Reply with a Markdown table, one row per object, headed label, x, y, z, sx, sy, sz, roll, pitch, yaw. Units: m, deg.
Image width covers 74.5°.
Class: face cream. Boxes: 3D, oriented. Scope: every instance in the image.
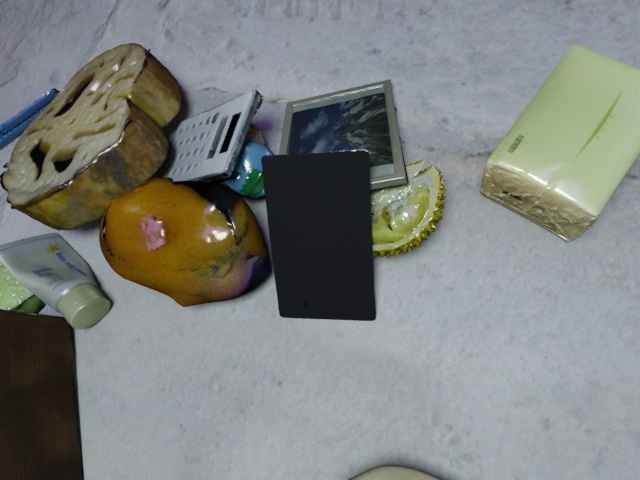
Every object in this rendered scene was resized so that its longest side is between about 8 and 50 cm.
| label | x | y | z | sx | sy | sz | roll | pitch | yaw |
| --- | --- | --- | --- | --- | --- | --- | --- | --- | --- |
| face cream | -0.478 | 0.061 | 0.759 | 0.224 | 0.114 | 0.070 | 40 | 125 | 19 |

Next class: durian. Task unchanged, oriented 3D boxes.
| label | x | y | z | sx | sy | sz | roll | pitch | yaw |
| --- | --- | --- | --- | --- | --- | --- | --- | --- | --- |
| durian | 0.101 | -0.038 | 0.664 | 0.208 | 0.102 | 0.146 | 0 | 69 | 37 |

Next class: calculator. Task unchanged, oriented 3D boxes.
| label | x | y | z | sx | sy | sz | roll | pitch | yaw |
| --- | --- | --- | --- | --- | --- | --- | --- | --- | --- |
| calculator | -0.205 | -0.168 | 0.740 | 0.262 | 0.021 | 0.161 | -2 | 66 | 45 |

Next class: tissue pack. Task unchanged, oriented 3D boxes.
| label | x | y | z | sx | sy | sz | roll | pitch | yaw |
| --- | --- | --- | --- | --- | --- | --- | --- | --- | --- |
| tissue pack | 0.367 | -0.140 | 0.614 | 0.159 | 0.125 | 0.234 | 35 | 83 | 21 |

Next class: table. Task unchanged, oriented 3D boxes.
| label | x | y | z | sx | sy | sz | roll | pitch | yaw |
| --- | --- | --- | --- | --- | --- | --- | --- | --- | --- |
| table | -0.542 | 0.281 | 0.647 | 0.251 | 0.196 | 0.282 | -19 | 71 | 5 |

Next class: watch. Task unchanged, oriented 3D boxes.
| label | x | y | z | sx | sy | sz | roll | pitch | yaw |
| --- | --- | --- | --- | --- | --- | --- | --- | --- | --- |
| watch | -0.752 | -0.261 | 0.951 | 0.276 | 0.068 | 0.274 | 23 | 73 | 19 |

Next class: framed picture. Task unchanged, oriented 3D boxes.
| label | x | y | z | sx | sy | sz | roll | pitch | yaw |
| --- | --- | --- | --- | --- | --- | --- | --- | --- | --- |
| framed picture | 0.029 | -0.172 | 0.705 | 0.209 | 0.019 | 0.281 | -10 | 47 | 11 |

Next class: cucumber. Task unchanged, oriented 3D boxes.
| label | x | y | z | sx | sy | sz | roll | pitch | yaw |
| --- | --- | --- | --- | --- | --- | --- | --- | --- | --- |
| cucumber | -0.569 | 0.097 | 0.781 | 0.116 | 0.062 | 0.115 | -31 | 68 | -18 |

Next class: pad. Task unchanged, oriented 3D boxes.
| label | x | y | z | sx | sy | sz | roll | pitch | yaw |
| --- | --- | --- | --- | --- | --- | --- | --- | --- | --- |
| pad | 0.000 | 0.000 | 0.633 | 0.160 | 0.009 | 0.265 | 0 | 108 | 13 |

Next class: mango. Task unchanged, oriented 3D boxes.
| label | x | y | z | sx | sy | sz | roll | pitch | yaw |
| --- | --- | --- | --- | --- | --- | --- | --- | --- | --- |
| mango | -0.222 | 0.000 | 0.682 | 0.287 | 0.152 | 0.201 | 15 | 85 | 19 |

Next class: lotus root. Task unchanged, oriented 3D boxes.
| label | x | y | z | sx | sy | sz | roll | pitch | yaw |
| --- | --- | --- | --- | --- | --- | --- | --- | --- | --- |
| lotus root | -0.444 | -0.204 | 0.806 | 0.375 | 0.111 | 0.390 | 0 | 63 | 24 |

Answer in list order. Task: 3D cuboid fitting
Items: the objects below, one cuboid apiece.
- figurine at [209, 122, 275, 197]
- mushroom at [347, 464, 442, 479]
| label | x | y | z | sx | sy | sz | roll | pitch | yaw |
| --- | --- | --- | --- | --- | --- | --- | --- | --- | --- |
| figurine | -0.145 | -0.140 | 0.754 | 0.144 | 0.114 | 0.178 | -33 | 53 | 25 |
| mushroom | 0.094 | 0.385 | 0.460 | 0.246 | 0.202 | 0.246 | -2 | 64 | 4 |
